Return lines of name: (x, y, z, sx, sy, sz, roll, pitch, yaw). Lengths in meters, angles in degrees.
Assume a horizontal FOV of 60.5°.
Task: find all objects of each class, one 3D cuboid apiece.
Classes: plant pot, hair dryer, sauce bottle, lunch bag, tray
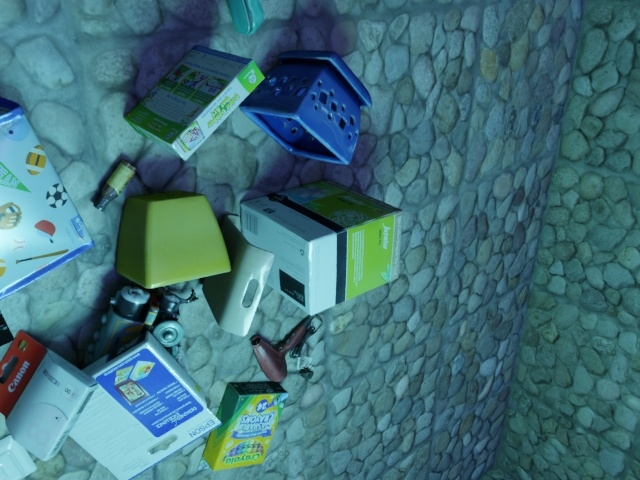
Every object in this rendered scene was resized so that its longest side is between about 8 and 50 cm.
plant pot: (-0.359, -0.016, 1.312, 0.212, 0.212, 0.187, -11, 105, -37)
hair dryer: (-0.120, 0.352, 1.806, 0.293, 0.080, 0.224, 11, 88, -49)
sauce bottle: (-0.473, -0.125, 1.261, 0.128, 0.042, 0.042, -54, 135, -2)
lunch bag: (-0.680, -0.044, 0.988, 0.385, 0.238, 0.328, -39, 134, -29)
tray: (-0.836, 0.588, 1.309, 0.270, 0.030, 0.145, -28, 128, -28)
plant pot: (-0.023, -0.352, 1.413, 0.236, 0.235, 0.212, 36, 79, -46)

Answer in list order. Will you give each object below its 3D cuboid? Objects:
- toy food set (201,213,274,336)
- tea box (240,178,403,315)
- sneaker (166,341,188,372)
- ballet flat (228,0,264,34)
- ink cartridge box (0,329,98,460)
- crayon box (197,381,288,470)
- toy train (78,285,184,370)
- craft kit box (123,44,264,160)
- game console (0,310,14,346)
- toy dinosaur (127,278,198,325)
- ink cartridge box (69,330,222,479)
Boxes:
toy food set: (-0.212, 0.079, 1.416, 0.092, 0.306, 0.220, 15, 102, -27)
tea box: (0.000, 0.000, 1.533, 0.323, 0.329, 0.220, -19, 122, -35)
sneaker: (-0.390, 0.329, 1.461, 0.080, 0.212, 0.094, -1, 98, -13)
ballet flat: (-0.187, -0.603, 1.257, 0.087, 0.083, 0.247, -53, 141, -42)
ink cartridge box: (-0.640, 0.341, 1.221, 0.189, 0.232, 0.066, -59, 176, -1)
crayon box: (-0.252, 0.625, 1.800, 0.203, 0.083, 0.323, 11, 104, -43)
toy train: (-0.471, 0.265, 1.365, 0.190, 0.142, 0.334, 19, 107, -29)
craft kit box: (-0.280, -0.308, 1.190, 0.247, 0.249, 0.061, -47, 135, -12)
game console: (-0.754, 0.199, 1.199, 0.122, 0.071, 0.107, -26, 96, -30)
toy dinosaur: (-0.398, 0.145, 1.449, 0.118, 0.064, 0.268, -34, 131, -5)
ink cartridge box: (-0.449, 0.407, 1.328, 0.303, 0.072, 0.307, -31, 118, 2)
